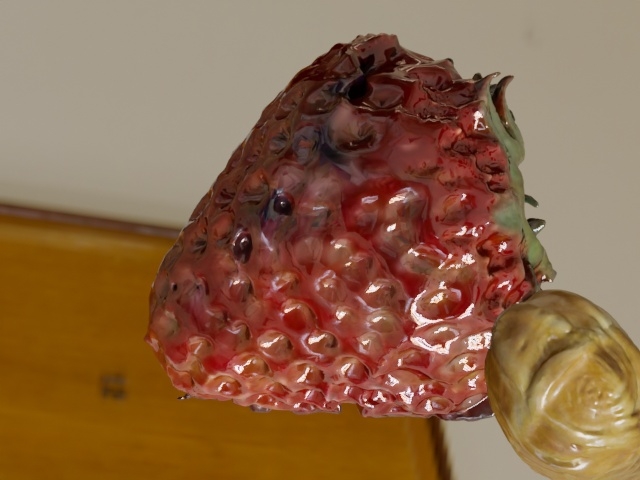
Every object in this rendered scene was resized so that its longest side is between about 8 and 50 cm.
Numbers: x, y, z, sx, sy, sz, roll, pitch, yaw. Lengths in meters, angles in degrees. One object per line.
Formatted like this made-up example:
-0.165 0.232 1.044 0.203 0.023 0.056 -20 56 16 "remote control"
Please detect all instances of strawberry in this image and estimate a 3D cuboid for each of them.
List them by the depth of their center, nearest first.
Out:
0.007 -0.017 1.118 0.150 0.280 0.253 31 60 -65 "strawberry"

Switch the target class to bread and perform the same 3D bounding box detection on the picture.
0.077 0.050 0.514 0.052 0.044 0.157 60 4 16 "bread"
